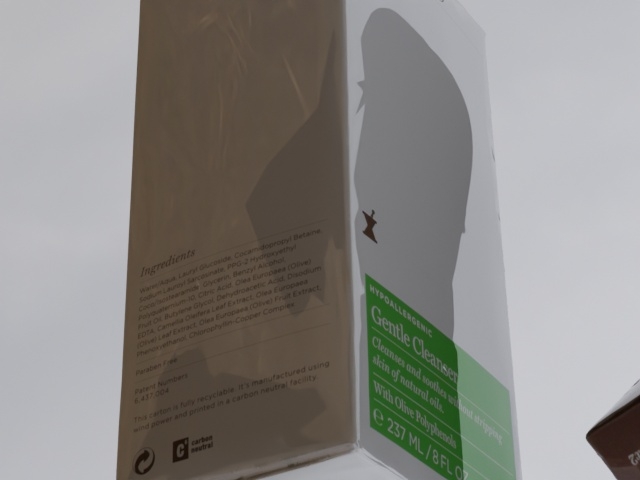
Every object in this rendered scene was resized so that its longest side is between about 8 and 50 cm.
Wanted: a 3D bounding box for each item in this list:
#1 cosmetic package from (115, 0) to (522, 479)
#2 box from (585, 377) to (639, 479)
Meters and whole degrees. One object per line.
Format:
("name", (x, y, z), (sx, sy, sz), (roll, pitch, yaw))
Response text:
("cosmetic package", (0.000, 0.000, 0.975), (0.155, 0.197, 0.365), (-18, -123, 27))
("box", (0.337, 0.034, 0.986), (0.381, 0.143, 0.191), (-38, 177, -44))
